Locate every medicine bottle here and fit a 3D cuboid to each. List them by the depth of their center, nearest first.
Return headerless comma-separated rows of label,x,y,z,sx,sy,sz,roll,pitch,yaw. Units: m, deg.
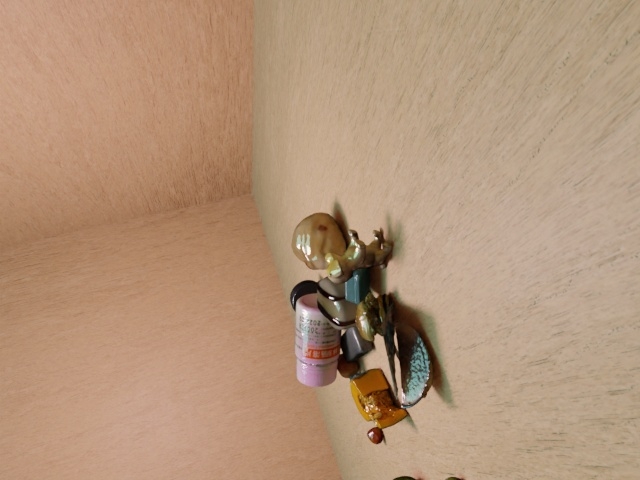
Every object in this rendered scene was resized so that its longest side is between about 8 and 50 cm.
medicine bottle,-0.013,0.461,2.026,0.219,0.219,0.389,-143,54,-67

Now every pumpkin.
pumpkin,0.225,0.627,1.753,0.280,0.139,0.190,140,114,-72

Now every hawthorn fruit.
hawthorn fruit,0.258,0.912,2.032,0.077,0.077,0.077,166,90,-75

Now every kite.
kite,0.239,0.339,1.407,0.314,0.011,0.336,59,-151,-46

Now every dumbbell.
dumbbell,-0.028,0.350,2.287,0.322,0.203,0.204,-144,42,-67

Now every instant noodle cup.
instant noodle cup,0.136,0.146,1.614,0.157,0.070,0.179,-60,-28,-53

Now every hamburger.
hamburger,0.183,0.263,1.510,0.159,0.131,0.185,-81,-20,-67

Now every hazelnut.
hazelnut,0.000,0.000,1.884,0.261,0.241,0.261,33,146,25

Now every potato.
potato,0.311,0.386,1.363,0.120,0.100,0.261,-15,69,38

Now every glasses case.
glasses case,0.155,0.469,1.977,0.323,0.074,0.131,110,145,-64

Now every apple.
apple,0.128,0.614,2.147,0.126,0.102,0.126,61,173,12

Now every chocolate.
chocolate,0.085,0.242,1.808,0.283,0.186,0.284,166,90,-76

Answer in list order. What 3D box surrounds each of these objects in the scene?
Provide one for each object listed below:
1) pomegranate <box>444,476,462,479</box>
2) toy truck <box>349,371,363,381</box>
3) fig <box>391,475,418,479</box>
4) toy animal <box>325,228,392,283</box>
pomegranate,0.410,0.769,1.325,0.073,0.073,0.085,121,163,-69
toy truck,0.201,0.702,2.067,0.175,0.081,0.067,63,175,-35
fig,0.348,0.999,1.627,0.244,0.195,0.196,-9,96,40
toy animal,0.124,0.050,1.432,0.121,0.233,0.169,49,142,49
